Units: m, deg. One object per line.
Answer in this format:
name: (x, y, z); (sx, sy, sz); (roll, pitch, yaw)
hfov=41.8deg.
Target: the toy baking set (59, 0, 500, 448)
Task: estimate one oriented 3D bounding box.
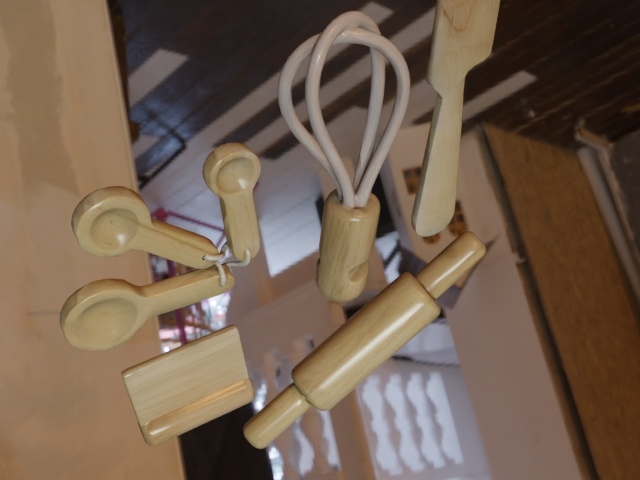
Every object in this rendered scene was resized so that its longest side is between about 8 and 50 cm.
toy baking set: (0.002, 0.004, 0.383); (0.256, 0.030, 0.197); (-38, 140, 0)
